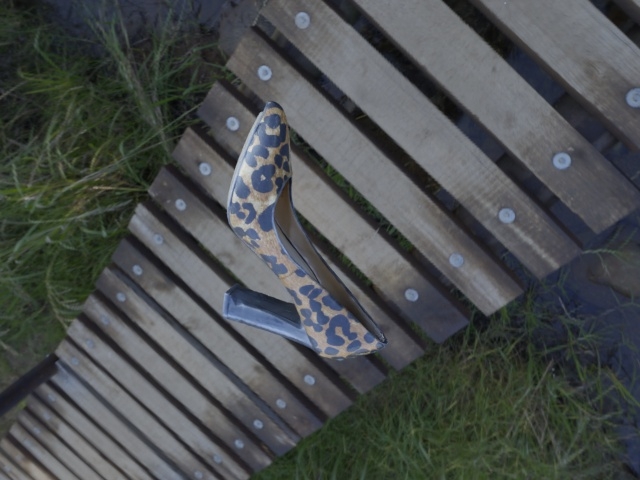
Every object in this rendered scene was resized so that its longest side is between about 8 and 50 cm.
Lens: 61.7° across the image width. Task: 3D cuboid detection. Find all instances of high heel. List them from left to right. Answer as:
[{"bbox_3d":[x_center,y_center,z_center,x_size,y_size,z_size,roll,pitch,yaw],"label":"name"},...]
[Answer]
[{"bbox_3d":[0.000,0.000,0.552,0.186,0.093,0.261,16,119,11],"label":"high heel"}]
